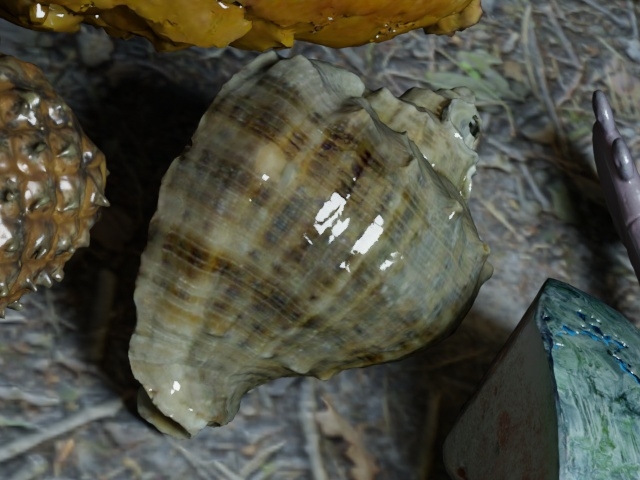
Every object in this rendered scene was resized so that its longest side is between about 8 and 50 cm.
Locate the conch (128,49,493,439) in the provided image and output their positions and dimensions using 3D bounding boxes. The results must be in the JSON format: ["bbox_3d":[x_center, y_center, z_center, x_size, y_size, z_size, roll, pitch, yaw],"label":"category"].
[{"bbox_3d":[0.015,0.003,1.200,0.159,0.210,0.291,21,61,22],"label":"conch"}]

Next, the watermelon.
[{"bbox_3d":[0.177,0.159,1.165,0.175,0.188,0.322,11,57,-15],"label":"watermelon"}]

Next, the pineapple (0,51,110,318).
[{"bbox_3d":[-0.274,0.033,1.080,0.165,0.165,0.364,41,53,7],"label":"pineapple"}]

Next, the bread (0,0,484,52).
[{"bbox_3d":[-0.074,-0.232,1.232,0.398,0.215,0.398,5,13,-1],"label":"bread"}]

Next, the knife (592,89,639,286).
[{"bbox_3d":[0.242,0.072,1.274,0.038,0.132,0.398,-18,54,4],"label":"knife"}]
